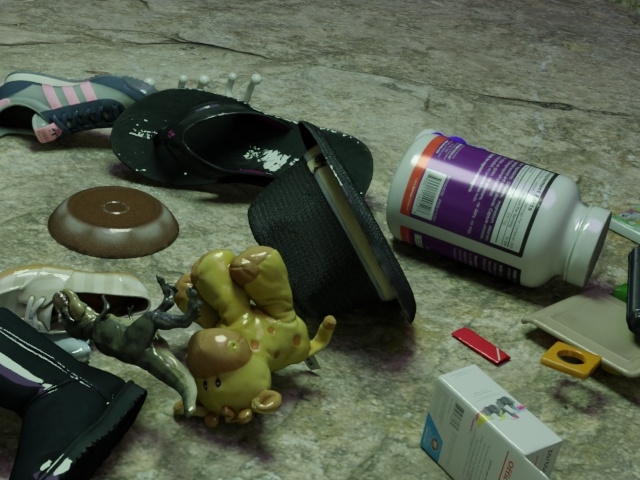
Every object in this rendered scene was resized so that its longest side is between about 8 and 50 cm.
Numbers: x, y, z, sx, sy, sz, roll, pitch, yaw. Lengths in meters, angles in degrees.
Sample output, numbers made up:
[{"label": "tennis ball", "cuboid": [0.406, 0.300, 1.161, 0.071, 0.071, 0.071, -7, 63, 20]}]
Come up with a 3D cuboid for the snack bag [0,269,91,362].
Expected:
[{"label": "snack bag", "cuboid": [-0.502, 0.106, 1.143, 0.323, 0.037, 0.342, 32, 33, 34]}]

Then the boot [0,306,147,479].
[{"label": "boot", "cuboid": [-0.315, 0.174, 0.974, 0.207, 0.094, 0.246, 27, 24, 3]}]

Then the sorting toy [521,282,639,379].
[{"label": "sorting toy", "cuboid": [0.408, 0.137, 1.349, 0.347, 0.047, 0.196, -15, 30, -41]}]

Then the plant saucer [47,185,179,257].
[{"label": "plant saucer", "cuboid": [-0.315, -0.037, 1.459, 0.198, 0.036, 0.199, 8, 28, -4]}]

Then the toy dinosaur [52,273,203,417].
[{"label": "toy dinosaur", "cuboid": [-0.192, 0.100, 1.078, 0.268, 0.064, 0.118, 25, 68, 38]}]

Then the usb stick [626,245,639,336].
[{"label": "usb stick", "cuboid": [0.490, 0.074, 1.402, 0.077, 0.045, 0.278, 18, 24, 12]}]

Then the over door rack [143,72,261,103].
[{"label": "over door rack", "cuboid": [-0.206, -0.245, 1.794, 0.239, 0.108, 0.324, -8, 33, -27]}]

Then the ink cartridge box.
[{"label": "ink cartridge box", "cuboid": [0.196, 0.234, 1.046, 0.061, 0.104, 0.181, -11, 35, -32]}]

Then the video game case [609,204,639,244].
[{"label": "video game case", "cuboid": [0.654, -0.010, 1.711, 0.193, 0.023, 0.212, -18, 39, -40]}]

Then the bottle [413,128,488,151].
[{"label": "bottle", "cuboid": [0.272, -0.118, 1.720, 0.118, 0.092, 0.283, -10, 34, -29]}]

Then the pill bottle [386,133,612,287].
[{"label": "pill bottle", "cuboid": [0.277, -0.040, 1.488, 0.322, 0.182, 0.181, 21, 31, 20]}]

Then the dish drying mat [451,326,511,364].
[{"label": "dish drying mat", "cuboid": [0.222, 0.145, 1.316, 0.032, 0.008, 0.083, -18, 39, -39]}]

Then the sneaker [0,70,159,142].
[{"label": "sneaker", "cuboid": [-0.430, -0.216, 1.667, 0.319, 0.112, 0.131, 3, 50, 16]}]

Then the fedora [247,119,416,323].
[{"label": "fedora", "cuboid": [0.000, 0.000, 1.323, 0.152, 0.334, 0.334, -29, 34, 1]}]

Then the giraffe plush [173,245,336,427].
[{"label": "giraffe plush", "cuboid": [-0.100, 0.133, 1.122, 0.210, 0.181, 0.170, 43, 40, -9]}]

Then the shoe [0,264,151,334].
[{"label": "shoe", "cuboid": [-0.312, 0.073, 1.163, 0.219, 0.077, 0.058, -2, 26, -31]}]

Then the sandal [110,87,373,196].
[{"label": "sandal", "cuboid": [-0.128, -0.162, 1.582, 0.445, 0.168, 0.107, 9, -5, -2]}]
